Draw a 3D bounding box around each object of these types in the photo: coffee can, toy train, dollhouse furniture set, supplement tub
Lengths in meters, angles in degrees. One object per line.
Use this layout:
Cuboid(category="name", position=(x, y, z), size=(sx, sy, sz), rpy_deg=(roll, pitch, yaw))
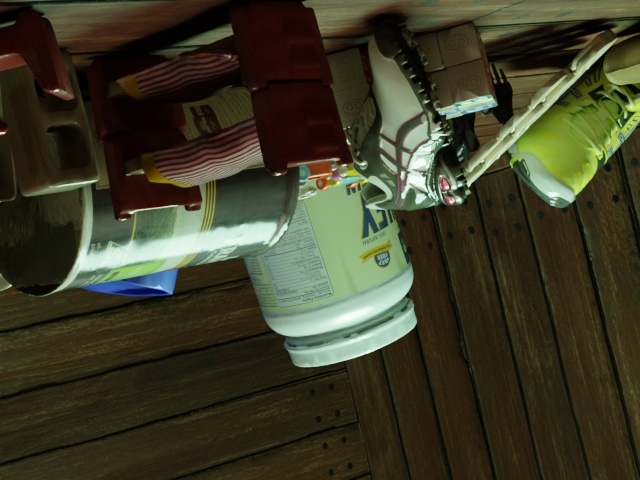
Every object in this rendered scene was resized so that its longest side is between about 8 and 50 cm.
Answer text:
Cuboid(category="coffee can", position=(-0.189, -0.063, 1.558), size=(0.275, 0.202, 0.201), rpy_deg=(-10, 177, -42))
Cuboid(category="toy train", position=(0.005, -0.089, 1.821), size=(0.125, 0.046, 0.166), rpy_deg=(-12, 175, -1))
Cuboid(category="dollhouse furniture set", position=(-0.173, -0.101, 1.272), size=(0.201, 0.152, 0.374), rpy_deg=(-15, 177, 39))
Cuboid(category="supplement tub", position=(0.000, 0.000, 2.247), size=(0.235, 0.325, 0.235), rpy_deg=(-18, -171, 3))

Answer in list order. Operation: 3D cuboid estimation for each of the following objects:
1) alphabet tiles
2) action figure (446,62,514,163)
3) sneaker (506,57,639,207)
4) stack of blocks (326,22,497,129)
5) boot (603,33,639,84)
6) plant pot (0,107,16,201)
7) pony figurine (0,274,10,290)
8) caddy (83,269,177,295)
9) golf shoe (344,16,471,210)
Cuboid(category="alphabet tiles", position=(0.281, -0.169, 2.009), size=(0.284, 0.021, 0.278), rpy_deg=(-46, 175, 21))
Cuboid(category="action figure", position=(0.144, -0.145, 2.000), size=(0.164, 0.141, 0.275), rpy_deg=(-32, -177, 39))
Cuboid(category="sneaker", position=(0.390, -0.185, 2.226), size=(0.147, 0.145, 0.385), rpy_deg=(-45, -176, 40))
Cuboid(category="stack of blocks", position=(0.046, -0.168, 1.752), size=(0.297, 0.087, 0.171), rpy_deg=(-13, 178, 10))
Cuboid(category="boot", position=(0.514, -0.274, 2.006), size=(0.236, 0.089, 0.269), rpy_deg=(-14, -178, -2))
Cuboid(category="plant pot", position=(-0.353, -0.085, 1.374), size=(0.096, 0.109, 0.109), rpy_deg=(1, -172, 40))
Cuboid(category="pony figurine", position=(-0.604, 0.057, 1.843), size=(0.363, 0.303, 0.351), rpy_deg=(7, -167, 32))
Cuboid(category="caddy", position=(-0.322, -0.025, 2.166), size=(0.241, 0.179, 0.341), rpy_deg=(10, 173, -25))
Cuboid(category="golf shoe", position=(0.079, -0.118, 1.611), size=(0.120, 0.105, 0.273), rpy_deg=(-16, 140, 6))
